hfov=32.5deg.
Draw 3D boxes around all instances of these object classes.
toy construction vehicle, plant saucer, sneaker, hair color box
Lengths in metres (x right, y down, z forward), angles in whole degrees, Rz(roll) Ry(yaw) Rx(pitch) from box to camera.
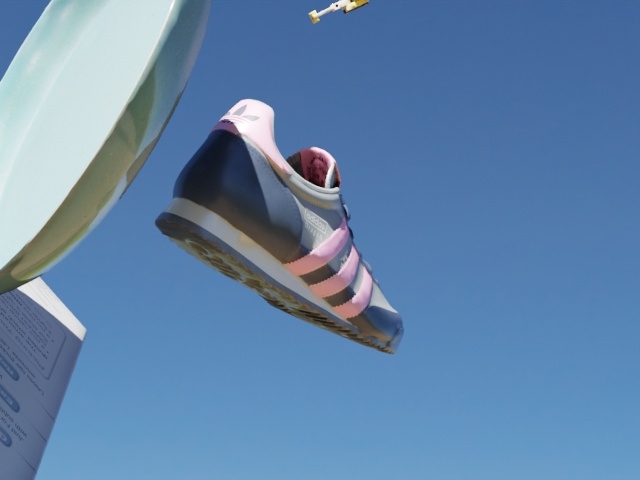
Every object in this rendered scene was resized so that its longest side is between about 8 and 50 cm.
[{"bbox_3d":[0.020,-0.310,1.295,0.098,0.086,0.035,-24,11,-10],"label":"toy construction vehicle"},{"bbox_3d":[-0.166,-0.096,0.751,0.044,0.317,0.318,31,-34,-30],"label":"plant saucer"},{"bbox_3d":[0.000,0.000,0.925,0.112,0.131,0.319,18,-12,34],"label":"sneaker"},{"bbox_3d":[-0.292,0.093,0.809,0.114,0.374,0.185,-38,-76,4],"label":"hair color box"}]
